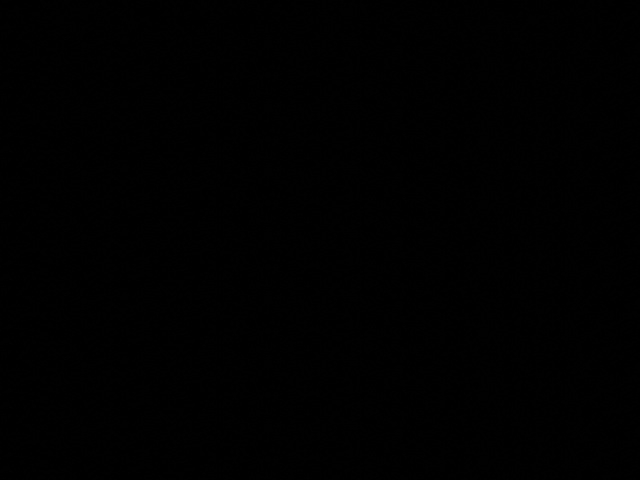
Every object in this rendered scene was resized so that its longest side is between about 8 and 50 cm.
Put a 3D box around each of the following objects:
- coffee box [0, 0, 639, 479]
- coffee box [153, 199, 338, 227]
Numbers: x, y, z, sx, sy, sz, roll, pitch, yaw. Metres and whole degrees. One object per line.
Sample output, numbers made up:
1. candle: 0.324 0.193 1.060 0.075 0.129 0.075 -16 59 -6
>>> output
1. coffee box: -0.021 -0.003 0.180 0.335 0.337 0.338 -20 137 9
2. coffee box: -0.081 -0.025 0.563 0.168 0.118 0.297 3 161 -7
